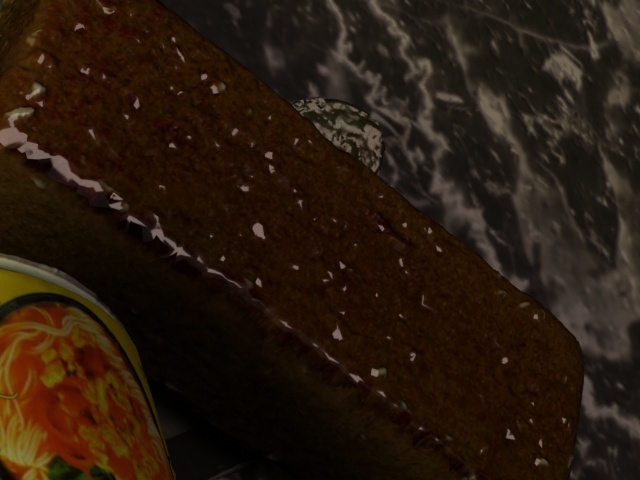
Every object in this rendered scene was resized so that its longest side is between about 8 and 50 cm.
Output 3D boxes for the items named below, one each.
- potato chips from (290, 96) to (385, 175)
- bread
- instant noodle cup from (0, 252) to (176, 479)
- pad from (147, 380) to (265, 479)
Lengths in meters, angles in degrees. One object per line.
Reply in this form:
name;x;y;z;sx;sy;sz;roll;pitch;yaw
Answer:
potato chips;0.000;0.000;1.130;0.142;0.026;0.209;46;46;-16
bread;-0.024;0.025;1.008;0.416;0.113;0.165;38;49;-21
instant noodle cup;-0.178;0.169;0.705;0.325;0.325;0.254;12;51;-36
pad;-0.125;0.074;0.984;0.233;0.022;0.174;-19;81;-46
